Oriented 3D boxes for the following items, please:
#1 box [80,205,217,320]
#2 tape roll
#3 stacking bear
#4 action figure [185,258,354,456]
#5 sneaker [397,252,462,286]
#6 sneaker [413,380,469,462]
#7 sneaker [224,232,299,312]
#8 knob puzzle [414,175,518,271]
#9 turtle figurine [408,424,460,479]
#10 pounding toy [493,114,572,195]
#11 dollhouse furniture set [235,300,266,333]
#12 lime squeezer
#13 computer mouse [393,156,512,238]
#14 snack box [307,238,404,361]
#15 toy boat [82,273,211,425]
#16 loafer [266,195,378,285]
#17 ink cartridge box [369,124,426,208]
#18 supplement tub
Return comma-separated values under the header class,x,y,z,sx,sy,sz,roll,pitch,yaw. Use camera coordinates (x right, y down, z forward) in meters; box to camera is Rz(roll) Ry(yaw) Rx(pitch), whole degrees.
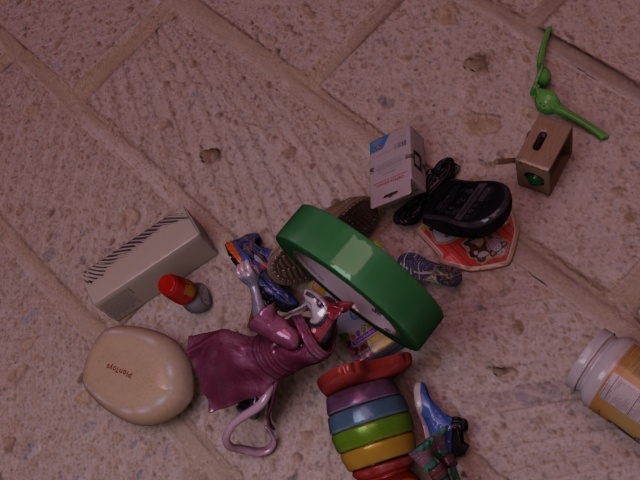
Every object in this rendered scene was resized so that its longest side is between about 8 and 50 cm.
class,x,y,z,sx,sy,sz,roll,pitch,yaw
box,-0.373,0.052,1.780,0.275,0.113,0.094,-34,60,-2
tape roll,0.067,0.067,1.439,0.321,0.321,0.077,34,80,27
stacking bear,0.106,0.369,1.468,0.176,0.164,0.288,-5,69,-34
action figure,-0.087,0.207,1.481,0.370,0.248,0.275,-31,54,37
sneaker,0.218,0.063,1.626,0.135,0.058,0.052,21,88,18
sneaker,0.227,0.327,1.500,0.085,0.058,0.152,-18,67,15
sneaker,-0.113,0.061,1.716,0.087,0.083,0.221,-37,65,-11
knob puzzle,0.313,-0.020,1.649,0.213,0.030,0.213,-6,65,14
turtle figurine,0.251,0.434,1.381,0.118,0.175,0.234,-39,76,7
pounding toy,0.426,-0.166,1.624,0.100,0.130,0.141,25,76,25
dollhouse furniture set,-0.166,0.168,1.679,0.091,0.081,0.114,5,68,19
lime squeezer,0.494,-0.332,1.721,0.110,0.059,0.310,-20,62,8
computer mouse,0.285,-0.067,1.618,0.188,0.072,0.272,-48,31,-12
snack box,0.100,0.129,1.624,0.175,0.070,0.207,-34,60,0
toy boat,-0.332,0.223,1.686,0.268,0.148,0.318,22,82,29
loafer,0.000,0.000,1.692,0.269,0.101,0.092,-33,17,-15
ink cartridge box,0.160,-0.140,1.700,0.104,0.060,0.180,-21,50,32
supplement tub,0.539,0.256,1.391,0.200,0.144,0.144,36,81,27
